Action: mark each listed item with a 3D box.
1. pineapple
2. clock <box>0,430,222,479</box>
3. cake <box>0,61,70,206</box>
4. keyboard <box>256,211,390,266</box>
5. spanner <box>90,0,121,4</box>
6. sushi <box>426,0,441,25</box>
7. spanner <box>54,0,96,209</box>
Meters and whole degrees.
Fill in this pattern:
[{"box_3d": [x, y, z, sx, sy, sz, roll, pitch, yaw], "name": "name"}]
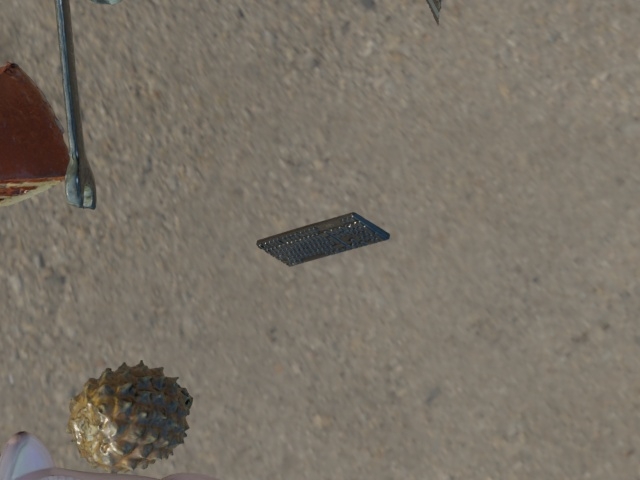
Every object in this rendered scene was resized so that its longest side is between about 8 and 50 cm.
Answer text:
[{"box_3d": [-0.263, 0.249, 1.978, 0.193, 0.166, 0.166, -11, 124, -41], "name": "pineapple"}, {"box_3d": [-0.215, 0.391, 1.389, 0.376, 0.250, 0.368, 34, 67, -21], "name": "clock"}, {"box_3d": [-0.426, -0.066, 1.657, 0.158, 0.262, 0.160, -21, 119, 39], "name": "cake"}, {"box_3d": [0.000, 0.000, 1.684, 0.061, 0.204, 0.013, 32, 63, -28], "name": "keyboard"}, {"box_3d": [-0.113, -0.303, 1.487, 0.302, 0.017, 0.071, -10, 140, -6], "name": "spanner"}, {"box_3d": [0.081, -0.306, 1.048, 0.043, 0.279, 0.192, -18, 118, 20], "name": "sushi"}, {"box_3d": [-0.214, -0.149, 1.166, 0.015, 0.054, 0.255, -2, 101, 10], "name": "spanner"}]
